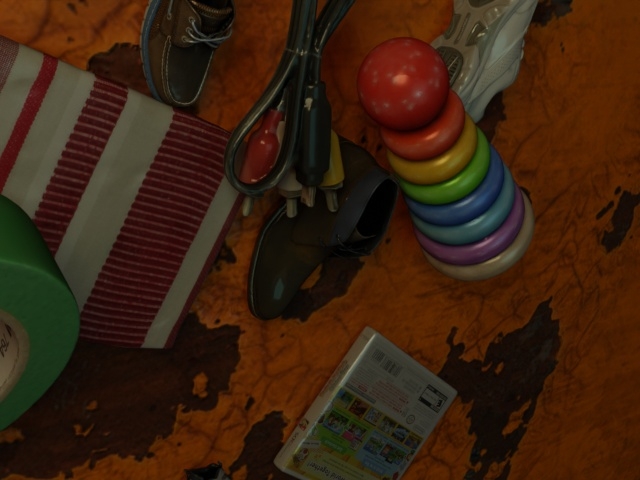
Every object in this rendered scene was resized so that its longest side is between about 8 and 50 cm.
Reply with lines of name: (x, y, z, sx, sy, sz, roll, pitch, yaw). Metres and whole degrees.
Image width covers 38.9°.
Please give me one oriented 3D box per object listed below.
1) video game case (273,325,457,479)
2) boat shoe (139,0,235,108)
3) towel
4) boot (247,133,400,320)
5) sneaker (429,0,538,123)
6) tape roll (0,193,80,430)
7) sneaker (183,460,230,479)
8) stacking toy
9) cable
video game case: (0.066, 0.242, 1.189, 0.206, 0.026, 0.227, -55, 135, -4)
boat shoe: (-0.111, -0.199, 0.789, 0.066, 0.066, 0.183, -8, 117, -38)
towel: (-0.221, -0.029, 0.794, 0.329, 0.037, 0.237, 19, 102, -44)
boot: (0.000, 0.000, 0.955, 0.082, 0.106, 0.219, 19, 98, -44)
sneaker: (0.197, -0.237, 1.029, 0.115, 0.090, 0.232, 20, 107, -50)
tape roll: (-0.334, 0.089, 0.639, 0.321, 0.077, 0.321, -29, 155, -15)
sneaker: (-0.147, 0.288, 1.027, 0.098, 0.038, 0.069, -39, 130, -31)
stacking toy: (0.129, -0.087, 0.962, 0.141, 0.141, 0.330, -50, 143, -9)
cable: (-0.028, -0.151, 0.836, 0.140, 0.072, 0.287, -6, 109, -29)
